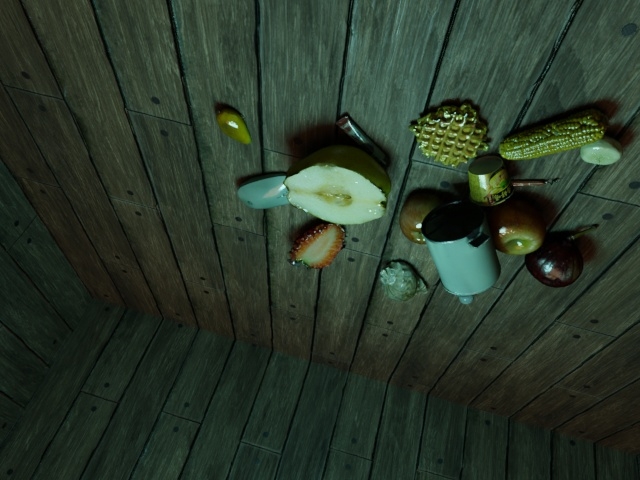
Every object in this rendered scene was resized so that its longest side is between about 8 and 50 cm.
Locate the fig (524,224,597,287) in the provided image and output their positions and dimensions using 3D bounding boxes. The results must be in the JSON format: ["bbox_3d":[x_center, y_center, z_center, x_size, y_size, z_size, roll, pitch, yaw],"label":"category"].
[{"bbox_3d":[0.887,0.053,1.837,0.203,0.186,0.249,27,141,21],"label":"fig"}]

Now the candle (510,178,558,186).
[{"bbox_3d":[0.726,-0.198,1.699,0.167,0.021,0.026,2,120,25],"label":"candle"}]

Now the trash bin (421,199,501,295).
[{"bbox_3d":[0.491,0.028,1.716,0.277,0.217,0.262,40,163,56],"label":"trash bin"}]

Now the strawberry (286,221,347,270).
[{"bbox_3d":[0.000,0.000,2.247,0.233,0.138,0.306,22,124,-38],"label":"strawberry"}]

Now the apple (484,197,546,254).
[{"bbox_3d":[0.698,-0.053,1.785,0.210,0.173,0.235,-19,138,32],"label":"apple"}]

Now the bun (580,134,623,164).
[{"bbox_3d":[0.847,-0.278,1.484,0.115,0.069,0.115,15,164,4],"label":"bun"}]

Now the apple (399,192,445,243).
[{"bbox_3d":[0.394,-0.081,1.881,0.188,0.174,0.188,11,142,8],"label":"apple"}]

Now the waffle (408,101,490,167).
[{"bbox_3d":[0.426,-0.342,1.623,0.243,0.059,0.238,-18,134,44],"label":"waffle"}]

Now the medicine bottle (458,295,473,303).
[{"bbox_3d":[0.643,0.201,2.223,0.090,0.090,0.217,0,141,26],"label":"medicine bottle"}]

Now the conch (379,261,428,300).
[{"bbox_3d":[0.376,0.214,2.306,0.291,0.159,0.210,35,141,-24],"label":"conch"}]

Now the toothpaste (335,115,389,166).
[{"bbox_3d":[0.153,-0.351,1.746,0.239,0.039,0.062,39,147,-23],"label":"toothpaste"}]

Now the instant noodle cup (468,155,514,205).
[{"bbox_3d":[0.568,-0.207,1.667,0.151,0.151,0.122,-5,127,30],"label":"instant noodle cup"}]

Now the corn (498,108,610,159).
[{"bbox_3d":[0.697,-0.307,1.494,0.313,0.102,0.102,-16,133,40],"label":"corn"}]

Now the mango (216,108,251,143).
[{"bbox_3d":[-0.324,-0.424,1.851,0.101,0.066,0.187,-2,149,28],"label":"mango"}]

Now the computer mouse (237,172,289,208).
[{"bbox_3d":[-0.220,-0.196,2.082,0.288,0.097,0.159,-2,138,29],"label":"computer mouse"}]

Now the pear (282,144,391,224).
[{"bbox_3d":[0.072,-0.225,1.819,0.386,0.191,0.340,12,149,10],"label":"pear"}]
